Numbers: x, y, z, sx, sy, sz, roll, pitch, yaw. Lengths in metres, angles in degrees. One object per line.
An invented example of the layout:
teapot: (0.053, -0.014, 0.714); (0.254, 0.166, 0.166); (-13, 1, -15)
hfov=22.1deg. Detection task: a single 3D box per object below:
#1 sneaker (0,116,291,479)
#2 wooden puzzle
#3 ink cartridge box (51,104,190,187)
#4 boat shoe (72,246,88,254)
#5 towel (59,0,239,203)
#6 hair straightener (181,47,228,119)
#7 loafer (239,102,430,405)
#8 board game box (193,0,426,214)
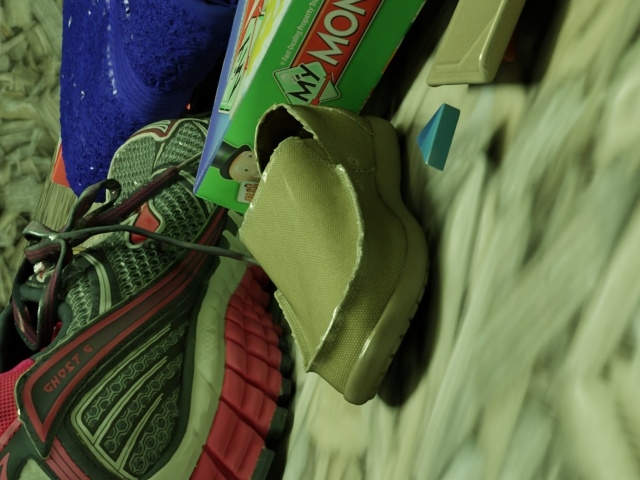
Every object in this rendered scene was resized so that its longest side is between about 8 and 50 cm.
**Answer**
sneaker: (-0.079, 0.018, 0.707); (0.299, 0.112, 0.121); (-98, 28, -64)
wooden puzzle: (0.055, -0.077, 0.479); (0.078, 0.014, 0.116); (-119, 52, -79)
ink cartridge box: (-0.144, -0.117, 1.243); (0.231, 0.078, 0.134); (-100, 30, -63)
boat shoe: (-0.177, 0.045, 1.195); (0.178, 0.064, 0.060); (163, 126, -72)
towel: (-0.099, -0.169, 0.925); (0.308, 0.076, 0.228); (135, 143, -65)
hair straightener: (-0.070, -0.148, 1.035); (0.230, 0.047, 0.089); (-90, 21, -53)
loafer: (0.000, 0.000, 0.529); (0.148, 0.050, 0.056); (-98, 28, -63)
board game box: (0.026, -0.189, 0.666); (0.213, 0.046, 0.317); (122, 163, -46)
